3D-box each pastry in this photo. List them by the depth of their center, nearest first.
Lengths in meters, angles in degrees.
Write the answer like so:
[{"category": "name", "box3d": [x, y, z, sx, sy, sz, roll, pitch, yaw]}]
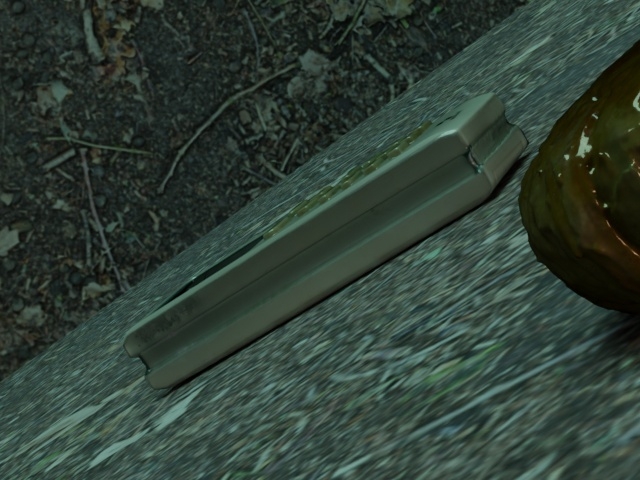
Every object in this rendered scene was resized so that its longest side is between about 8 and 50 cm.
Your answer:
[{"category": "pastry", "box3d": [0.130, -0.037, 0.598, 0.153, 0.081, 0.153, -34, 10, 7]}]

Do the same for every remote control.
[{"category": "remote control", "box3d": [0.000, 0.000, 1.181, 0.277, 0.055, 0.103, -31, 6, 25]}]
